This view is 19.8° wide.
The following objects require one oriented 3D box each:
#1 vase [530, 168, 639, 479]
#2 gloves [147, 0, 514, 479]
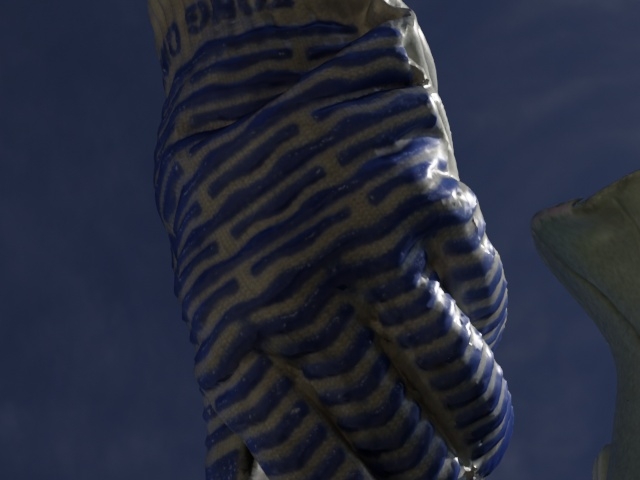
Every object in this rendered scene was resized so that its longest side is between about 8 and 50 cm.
[{"bbox_3d":[0.204,0.175,0.812,0.250,0.250,0.445,-1,-111,-7],"label":"vase"},{"bbox_3d":[-0.004,-0.003,0.555,0.119,0.097,0.229,-27,-104,33],"label":"gloves"}]
